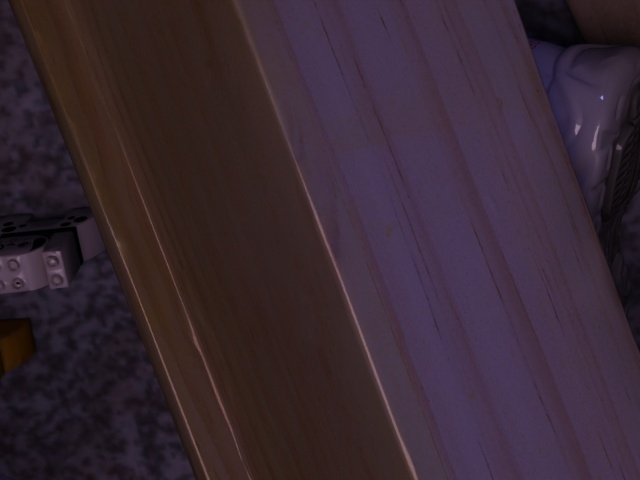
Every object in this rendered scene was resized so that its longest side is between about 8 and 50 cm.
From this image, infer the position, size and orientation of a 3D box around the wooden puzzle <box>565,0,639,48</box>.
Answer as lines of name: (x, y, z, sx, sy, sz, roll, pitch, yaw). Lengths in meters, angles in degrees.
wooden puzzle: (0.240, -0.069, 0.731, 0.221, 0.044, 0.239, -22, 109, 16)

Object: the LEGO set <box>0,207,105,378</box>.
LEGO set: (-0.212, 0.049, 0.816, 0.227, 0.093, 0.087, -6, 113, 10)

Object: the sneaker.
sneaker: (0.079, 0.005, 0.775, 0.115, 0.090, 0.232, 22, 124, 24)

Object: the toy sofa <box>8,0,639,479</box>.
toy sofa: (0.000, 0.000, 0.688, 0.150, 0.177, 0.363, -17, 95, 60)

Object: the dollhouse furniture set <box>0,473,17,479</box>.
dollhouse furniture set: (-0.176, 0.226, 0.812, 0.394, 0.256, 0.362, 38, 136, 4)
